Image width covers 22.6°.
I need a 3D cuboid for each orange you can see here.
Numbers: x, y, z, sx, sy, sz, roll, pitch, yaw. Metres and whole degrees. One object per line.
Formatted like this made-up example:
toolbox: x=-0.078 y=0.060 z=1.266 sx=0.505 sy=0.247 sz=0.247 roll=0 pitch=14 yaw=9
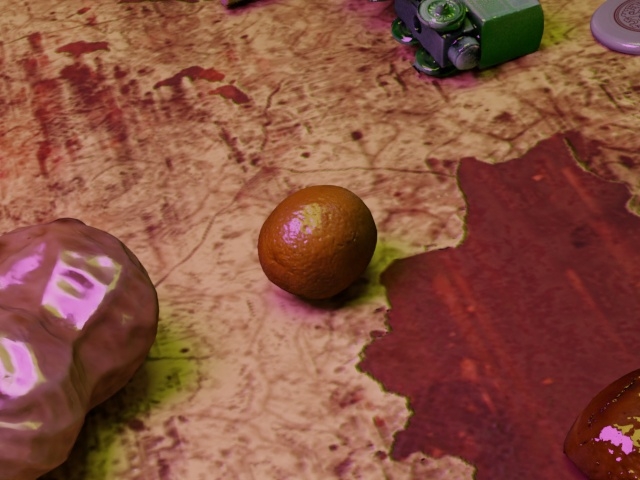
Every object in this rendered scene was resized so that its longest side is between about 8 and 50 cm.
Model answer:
orange: x=0.000 y=0.000 z=1.204 sx=0.095 sy=0.085 sz=0.085 roll=-29 pitch=39 yaw=-34

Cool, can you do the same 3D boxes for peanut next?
peanut: x=-0.220 y=0.076 z=1.130 sx=0.197 sy=0.110 sz=0.233 roll=10 pitch=40 yaw=33

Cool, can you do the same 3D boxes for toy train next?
toy train: x=0.099 y=-0.246 z=1.493 sx=0.119 sy=0.085 sz=0.251 roll=-20 pitch=49 yaw=-17

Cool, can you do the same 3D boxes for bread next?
bread: x=0.231 y=0.119 z=1.019 sx=0.129 sy=0.044 sz=0.126 roll=-27 pitch=40 yaw=-27

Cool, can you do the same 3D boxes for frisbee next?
frisbee: x=0.301 y=-0.202 z=1.461 sx=0.110 sy=0.014 sz=0.110 roll=-7 pitch=37 yaw=5

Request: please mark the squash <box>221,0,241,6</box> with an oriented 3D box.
squash: x=0.010 y=-0.304 z=1.619 sx=0.250 sy=0.083 sz=0.083 roll=-18 pitch=37 yaw=-7
